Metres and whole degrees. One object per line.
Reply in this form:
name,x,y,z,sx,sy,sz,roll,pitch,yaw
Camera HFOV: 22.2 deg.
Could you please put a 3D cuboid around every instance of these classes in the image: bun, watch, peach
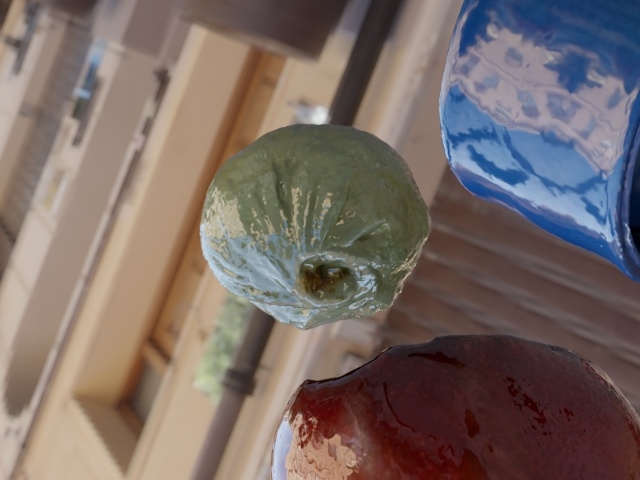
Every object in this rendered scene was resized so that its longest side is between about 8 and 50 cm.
bun,0.000,0.000,1.338,0.195,0.195,0.118,19,-144,-32
watch,0.157,-0.082,0.702,0.171,0.196,0.200,20,-161,39
peach,0.100,0.178,1.063,0.275,0.248,0.245,37,-172,-38
